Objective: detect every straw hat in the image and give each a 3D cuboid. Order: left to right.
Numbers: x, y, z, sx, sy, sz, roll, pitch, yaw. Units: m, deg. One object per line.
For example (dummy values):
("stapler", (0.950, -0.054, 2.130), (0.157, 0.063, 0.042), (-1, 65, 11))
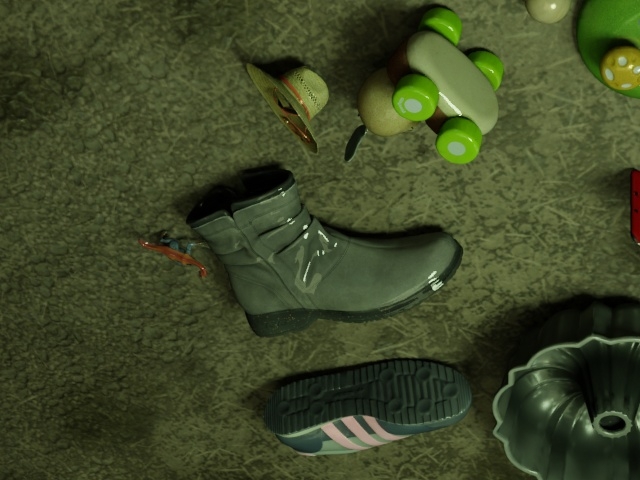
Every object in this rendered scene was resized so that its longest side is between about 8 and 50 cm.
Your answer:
("straw hat", (-0.025, -0.181, 1.676), (0.061, 0.144, 0.144), (-39, 120, -7))

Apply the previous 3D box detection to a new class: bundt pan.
("bundt pan", (0.405, 0.212, 1.876), (0.330, 0.124, 0.331), (7, 130, 8))

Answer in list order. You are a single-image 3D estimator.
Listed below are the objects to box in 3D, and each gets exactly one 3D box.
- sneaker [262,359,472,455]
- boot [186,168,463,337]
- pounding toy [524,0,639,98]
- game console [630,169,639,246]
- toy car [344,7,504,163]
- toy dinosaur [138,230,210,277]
("sneaker", (0.084, 0.258, 2.016), (0.318, 0.112, 0.131), (-7, 145, 22))
("boot", (0.000, 0.000, 1.800), (0.338, 0.118, 0.223), (-17, 119, 20))
("pounding toy", (0.360, -0.230, 1.521), (0.237, 0.110, 0.183), (38, 127, -19))
("game console", (0.418, 0.004, 1.683), (0.085, 0.144, 0.124), (7, 131, 7))
("toy car", (0.104, -0.158, 1.621), (0.149, 0.155, 0.188), (42, 135, -22))
("toy dinosaur", (-0.197, 0.026, 1.889), (0.082, 0.090, 0.047), (40, 132, 38))
